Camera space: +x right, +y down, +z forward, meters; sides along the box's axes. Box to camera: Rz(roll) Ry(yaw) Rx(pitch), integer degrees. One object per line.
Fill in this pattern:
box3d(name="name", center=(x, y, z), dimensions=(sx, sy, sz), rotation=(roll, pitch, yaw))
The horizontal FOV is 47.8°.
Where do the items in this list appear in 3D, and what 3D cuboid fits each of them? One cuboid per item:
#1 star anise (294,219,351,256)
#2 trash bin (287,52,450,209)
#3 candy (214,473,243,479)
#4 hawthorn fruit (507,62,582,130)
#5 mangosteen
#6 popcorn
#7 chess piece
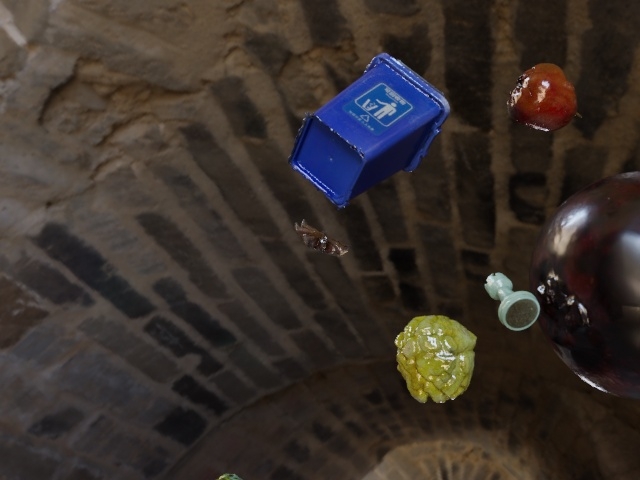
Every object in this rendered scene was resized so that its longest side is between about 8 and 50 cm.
box3d(name="star anise", center=(-0.002, 0.001, 1.604), dimensions=(0.141, 0.042, 0.141), rotation=(26, 9, -4))
box3d(name="trash bin", center=(0.071, -0.162, 1.137), dimensions=(0.162, 0.234, 0.184), rotation=(40, -42, 13))
box3d(name="candy", center=(-0.134, 0.342, 0.682), dimensions=(0.077, 0.262, 0.073), rotation=(30, 4, 3))
box3d(name="hawthorn fruit", center=(0.510, -0.311, 1.611), dimensions=(0.172, 0.148, 0.148), rotation=(29, -10, -2))
box3d(name="mangosteen", center=(0.554, 0.056, 1.163), dimensions=(0.381, 0.421, 0.381), rotation=(59, 11, -18))
box3d(name="popcorn", center=(0.159, 0.157, 0.987), dimensions=(0.121, 0.106, 0.116), rotation=(47, -45, 0))
box3d(name="chess piece", center=(0.311, 0.095, 1.191), dimensions=(0.067, 0.067, 0.103), rotation=(52, 7, -28))
